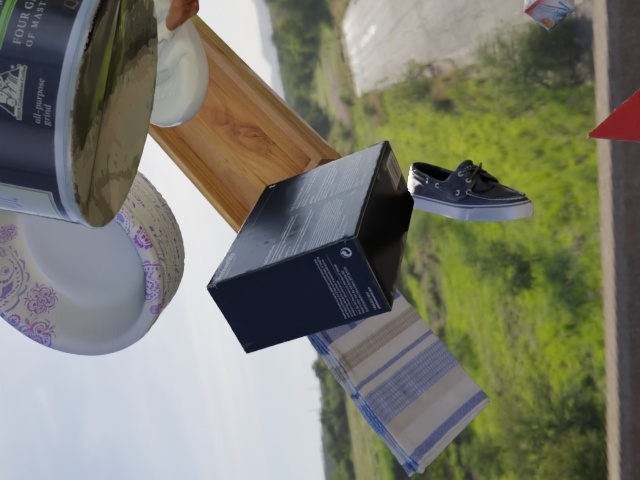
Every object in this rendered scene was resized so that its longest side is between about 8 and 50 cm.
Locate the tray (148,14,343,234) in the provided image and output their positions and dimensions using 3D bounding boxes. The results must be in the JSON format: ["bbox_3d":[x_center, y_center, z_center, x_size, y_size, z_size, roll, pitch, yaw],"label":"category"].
[{"bbox_3d":[-0.160,-0.189,1.368,0.411,0.203,0.076,46,-153,22],"label":"tray"}]

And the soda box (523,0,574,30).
[{"bbox_3d":[0.391,-0.445,1.380,0.058,0.063,0.183,-39,30,48],"label":"soda box"}]

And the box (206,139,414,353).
[{"bbox_3d":[0.000,0.000,0.959,0.103,0.184,0.261,65,-157,-22],"label":"box"}]

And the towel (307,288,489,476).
[{"bbox_3d":[0.119,0.192,1.247,0.285,0.209,0.034,52,141,11],"label":"towel"}]

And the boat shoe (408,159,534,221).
[{"bbox_3d":[0.202,-0.076,1.131,0.228,0.080,0.076,19,117,59],"label":"boat shoe"}]

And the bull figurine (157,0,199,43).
[{"bbox_3d":[-0.226,-0.329,0.788,0.188,0.310,0.101,-45,31,37],"label":"bull figurine"}]

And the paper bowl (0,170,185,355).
[{"bbox_3d":[-0.320,0.002,1.095,0.148,0.284,0.284,-62,-33,-57],"label":"paper bowl"}]

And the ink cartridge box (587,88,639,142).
[{"bbox_3d":[0.331,-0.126,0.576,0.224,0.181,0.056,17,135,46],"label":"ink cartridge box"}]

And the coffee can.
[{"bbox_3d":[-0.286,-0.131,0.620,0.201,0.275,0.202,10,-90,-89],"label":"coffee can"}]

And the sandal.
[{"bbox_3d":[-0.229,-0.327,1.001,0.102,0.169,0.416,-8,-105,-50],"label":"sandal"}]
